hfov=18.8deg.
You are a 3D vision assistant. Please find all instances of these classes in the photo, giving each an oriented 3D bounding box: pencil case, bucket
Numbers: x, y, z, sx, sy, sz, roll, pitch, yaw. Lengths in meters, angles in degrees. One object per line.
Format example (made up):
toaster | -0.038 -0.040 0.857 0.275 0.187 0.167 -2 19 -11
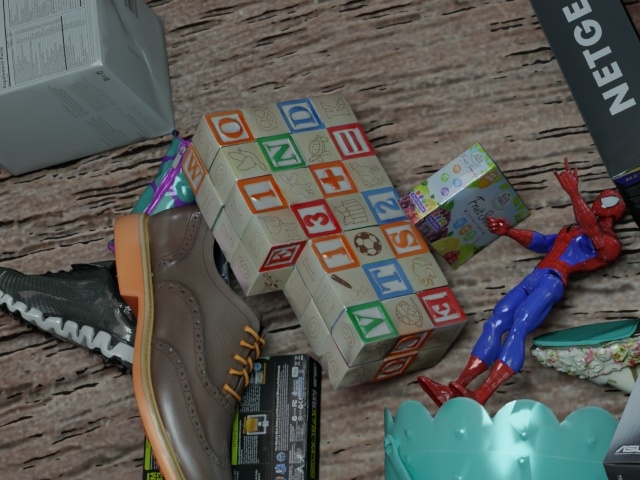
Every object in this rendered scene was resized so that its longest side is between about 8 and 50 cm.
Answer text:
pencil case | -0.169 -0.041 2.100 0.064 0.070 0.152 28 84 26
bucket | 0.186 0.254 1.763 0.281 0.281 0.183 0 76 20

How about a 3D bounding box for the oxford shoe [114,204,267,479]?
oxford shoe | -0.117 0.124 1.947 0.132 0.130 0.364 -14 68 4

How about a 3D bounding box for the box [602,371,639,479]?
box | 0.323 0.215 1.681 0.056 0.231 0.183 -1 37 30

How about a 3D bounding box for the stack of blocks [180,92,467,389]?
stack of blocks | 0.000 0.000 1.962 0.171 0.087 0.297 -12 60 -31

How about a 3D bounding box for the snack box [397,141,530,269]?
snack box | 0.146 -0.033 1.939 0.100 0.141 0.037 -37 63 5

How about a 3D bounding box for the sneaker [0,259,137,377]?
sneaker | -0.264 0.062 2.100 0.234 0.078 0.106 23 78 22

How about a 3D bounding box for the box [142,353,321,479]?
box | -0.093 0.217 1.997 0.184 0.045 0.191 -7 70 20

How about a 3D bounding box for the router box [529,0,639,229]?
router box | 0.282 -0.161 1.877 0.081 0.243 0.309 -26 66 11

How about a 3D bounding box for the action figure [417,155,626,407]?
action figure | 0.191 0.026 1.882 0.280 0.139 0.091 -45 23 -20

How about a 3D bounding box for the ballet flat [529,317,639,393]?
ballet flat | 0.322 0.106 1.863 0.241 0.091 0.077 -14 95 20

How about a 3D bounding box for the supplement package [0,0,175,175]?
supplement package | -0.296 -0.193 2.130 0.203 0.194 0.149 -14 67 15
